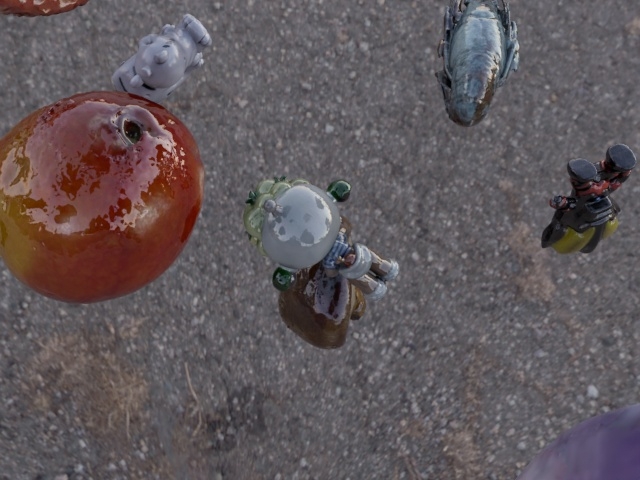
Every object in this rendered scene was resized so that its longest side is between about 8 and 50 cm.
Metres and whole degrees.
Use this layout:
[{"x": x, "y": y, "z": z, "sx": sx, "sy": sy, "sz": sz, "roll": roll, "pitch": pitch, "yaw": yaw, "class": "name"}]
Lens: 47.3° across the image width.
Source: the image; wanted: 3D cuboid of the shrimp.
[{"x": 0.176, "y": -0.222, "z": 0.800, "sx": 0.090, "sy": 0.079, "sz": 0.233, "roll": 11, "pitch": 60, "yaw": 4, "class": "shrimp"}]

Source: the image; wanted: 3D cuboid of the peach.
[{"x": -0.283, "y": -0.059, "z": 0.917, "sx": 0.280, "sy": 0.281, "sz": 0.238, "roll": 3, "pitch": 39, "yaw": -6, "class": "peach"}]

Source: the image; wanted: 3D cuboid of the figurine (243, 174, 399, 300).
[{"x": -0.001, "y": -0.001, "z": 0.832, "sx": 0.197, "sy": 0.093, "sz": 0.147, "roll": 34, "pitch": 87, "yaw": -33, "class": "figurine"}]

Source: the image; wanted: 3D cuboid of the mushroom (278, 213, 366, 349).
[{"x": -0.005, "y": 0.062, "z": 1.212, "sx": 0.138, "sy": 0.194, "sz": 0.231, "roll": -7, "pitch": 49, "yaw": 10, "class": "mushroom"}]

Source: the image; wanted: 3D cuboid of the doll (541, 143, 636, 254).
[{"x": 0.393, "y": -0.045, "z": 1.082, "sx": 0.126, "sy": 0.249, "sz": 0.088, "roll": 4, "pitch": 62, "yaw": 6, "class": "doll"}]

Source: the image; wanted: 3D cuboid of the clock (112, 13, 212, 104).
[{"x": -0.247, "y": -0.247, "z": 1.065, "sx": 0.080, "sy": 0.176, "sz": 0.117, "roll": 50, "pitch": 44, "yaw": -13, "class": "clock"}]

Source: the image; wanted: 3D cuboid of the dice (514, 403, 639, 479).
[{"x": 0.254, "y": 0.250, "z": 0.375, "sx": 0.271, "sy": 0.270, "sz": 0.270, "roll": 36, "pitch": 52, "yaw": -26, "class": "dice"}]

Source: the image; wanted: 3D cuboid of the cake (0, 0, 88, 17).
[{"x": -0.210, "y": -0.275, "z": 0.475, "sx": 0.150, "sy": 0.177, "sz": 0.283, "roll": 14, "pitch": 72, "yaw": 27, "class": "cake"}]
